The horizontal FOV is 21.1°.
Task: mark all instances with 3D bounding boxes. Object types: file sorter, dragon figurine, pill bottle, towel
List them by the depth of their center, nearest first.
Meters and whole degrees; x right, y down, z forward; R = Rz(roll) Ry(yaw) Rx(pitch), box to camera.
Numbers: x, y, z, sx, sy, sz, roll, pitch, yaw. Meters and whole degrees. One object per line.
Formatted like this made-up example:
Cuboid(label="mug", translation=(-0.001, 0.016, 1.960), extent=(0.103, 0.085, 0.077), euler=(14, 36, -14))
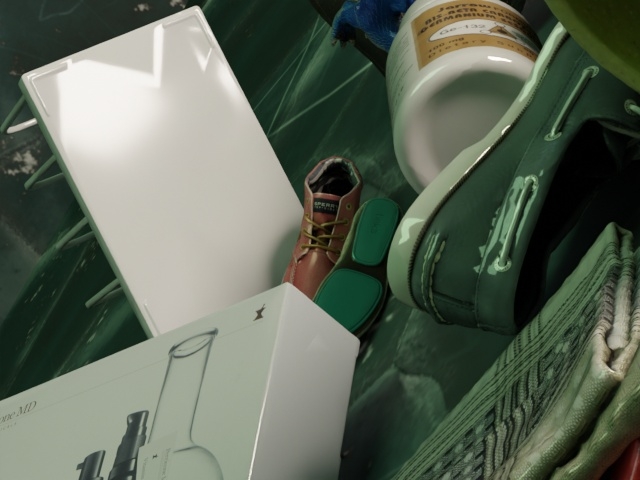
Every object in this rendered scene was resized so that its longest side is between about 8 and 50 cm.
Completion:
Cuboid(label="towel", translation=(0.094, 0.114, 0.933), extent=(0.324, 0.056, 0.312), euler=(-49, -2, 19))
Cuboid(label="pill bottle", translation=(0.117, -0.122, 1.357), extent=(0.131, 0.131, 0.229), euler=(-50, 17, 19))
Cuboid(label="dragon figurine", translation=(0.070, -0.245, 1.527), extent=(0.085, 0.289, 0.144), euler=(-17, 13, -39))
Cuboid(label="file sorter", translation=(-0.162, -0.044, 1.653), extent=(0.193, 0.278, 0.173), euler=(-26, -2, -27))

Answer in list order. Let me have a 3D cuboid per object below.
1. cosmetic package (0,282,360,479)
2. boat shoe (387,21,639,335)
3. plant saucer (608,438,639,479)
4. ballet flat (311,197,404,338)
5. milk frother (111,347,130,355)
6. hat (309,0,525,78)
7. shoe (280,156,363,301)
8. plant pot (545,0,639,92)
Cuboid(label="cosmetic package", translation=(-0.156, 0.220, 1.298), extent=(0.377, 0.097, 0.284), euler=(-23, 38, 35))
Cuboid(label="boat shoe", translation=(0.178, -0.062, 1.138), extent=(0.099, 0.116, 0.319), euler=(27, 66, 39))
Cuboid(label="plant saucer", translation=(0.189, 0.147, 0.724), extent=(0.259, 0.047, 0.258), euler=(-30, 31, 53))
Cuboid(label="ballet flat", translation=(0.033, 0.037, 1.454), extent=(0.052, 0.057, 0.168), euler=(96, -163, -53))
Cuboid(label="milk frother", translation=(-0.121, 0.154, 1.474), extent=(0.134, 0.143, 0.129), euler=(-33, 23, 52))
Cuboid(label="hat", translation=(0.117, -0.308, 1.623), extent=(0.134, 0.331, 0.331), euler=(-16, -13, -38))
Cuboid(label="shoe", translation=(0.000, 0.000, 1.513), extent=(0.178, 0.063, 0.081), euler=(-69, -20, -53))
Cuboid(label="plant pot", translation=(0.277, -0.242, 0.963), extent=(0.276, 0.276, 0.254), euler=(-39, 11, 44))
